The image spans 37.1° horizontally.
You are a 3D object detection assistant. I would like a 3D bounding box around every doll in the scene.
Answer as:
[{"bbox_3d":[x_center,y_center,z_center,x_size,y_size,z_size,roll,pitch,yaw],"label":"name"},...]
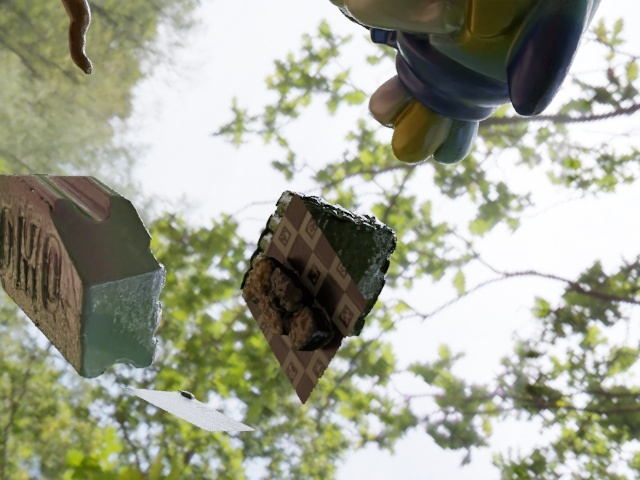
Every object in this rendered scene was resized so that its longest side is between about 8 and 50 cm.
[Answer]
[{"bbox_3d":[0.100,-0.235,0.749,0.376,0.365,0.187,-1,-136,54],"label":"doll"}]

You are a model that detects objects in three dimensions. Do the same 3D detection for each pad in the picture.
[{"bbox_3d":[-0.208,0.274,1.554,0.009,0.160,0.265,-65,165,-5],"label":"pad"}]

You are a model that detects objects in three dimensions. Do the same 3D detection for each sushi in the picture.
[{"bbox_3d":[-0.047,0.074,1.244,0.215,0.051,0.192,56,-51,39],"label":"sushi"}]

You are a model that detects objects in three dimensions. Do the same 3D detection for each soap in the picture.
[{"bbox_3d":[-0.445,0.023,1.679,0.446,0.156,0.261,33,-57,45],"label":"soap"}]

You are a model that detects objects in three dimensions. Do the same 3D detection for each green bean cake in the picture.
[{"bbox_3d":[0.002,0.044,1.859,0.132,0.255,0.241,28,-80,65],"label":"green bean cake"}]

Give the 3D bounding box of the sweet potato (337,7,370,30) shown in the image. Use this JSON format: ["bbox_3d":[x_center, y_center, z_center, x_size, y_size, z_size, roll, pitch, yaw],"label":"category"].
[{"bbox_3d":[0.038,-0.446,1.700,0.051,0.218,0.065,-50,-175,-35],"label":"sweet potato"}]

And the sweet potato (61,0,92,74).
[{"bbox_3d":[-0.339,-0.321,1.324,0.044,0.179,0.044,-2,-163,1],"label":"sweet potato"}]
